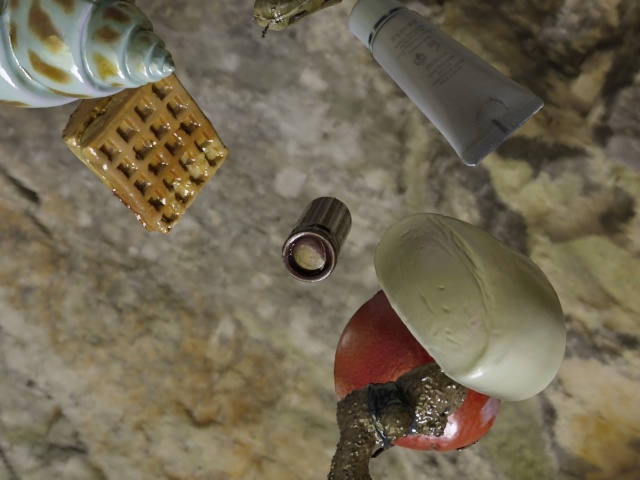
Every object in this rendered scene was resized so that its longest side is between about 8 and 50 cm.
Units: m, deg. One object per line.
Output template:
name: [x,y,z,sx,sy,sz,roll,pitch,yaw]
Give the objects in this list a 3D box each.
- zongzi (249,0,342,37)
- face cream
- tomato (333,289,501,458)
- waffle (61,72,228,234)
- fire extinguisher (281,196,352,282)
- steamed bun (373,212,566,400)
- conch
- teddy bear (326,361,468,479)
zongzi: [-0.047,-0.416,1.894,0.081,0.189,0.178,26,-46,35]
face cream: [0.165,-0.248,1.803,0.143,0.089,0.314,-40,-119,-8]
tomato: [0.181,0.224,2.000,0.309,0.309,0.170,-60,-152,11]
waffle: [-0.301,-0.169,2.220,0.098,0.327,0.224,32,-103,33]
fire extinguisher: [0.000,0.000,1.659,0.231,0.071,0.099,-63,160,-72]
steamed bun: [0.190,0.071,1.539,0.155,0.200,0.250,-47,-132,11]
conch: [-0.350,-0.263,1.590,0.368,0.197,0.249,4,-137,47]
teddy bear: [0.083,0.246,1.658,0.251,0.129,0.182,-44,-179,-1]
